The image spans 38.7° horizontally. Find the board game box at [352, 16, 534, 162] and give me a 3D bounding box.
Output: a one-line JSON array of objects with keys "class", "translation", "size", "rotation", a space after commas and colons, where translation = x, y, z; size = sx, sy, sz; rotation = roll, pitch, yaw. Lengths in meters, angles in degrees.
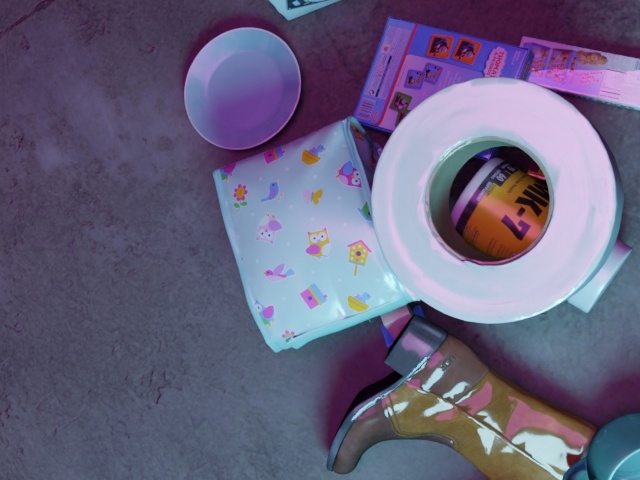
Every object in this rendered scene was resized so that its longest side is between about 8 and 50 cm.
[{"class": "board game box", "translation": [0.166, -0.209, 1.258], "size": [0.211, 0.039, 0.160], "rotation": [20, 89, 26]}]

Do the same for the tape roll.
[{"class": "tape roll", "translation": [0.206, -0.045, 1.077], "size": [0.286, 0.100, 0.286], "rotation": [1, 92, 22]}]

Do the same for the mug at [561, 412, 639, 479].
[{"class": "mug", "translation": [0.376, 0.269, 1.094], "size": [0.158, 0.097, 0.129], "rotation": [21, 106, -10]}]

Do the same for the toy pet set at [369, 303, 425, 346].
[{"class": "toy pet set", "translation": [0.112, 0.086, 1.251], "size": [0.122, 0.065, 0.114], "rotation": [-28, 41, 10]}]

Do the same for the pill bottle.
[{"class": "pill bottle", "translation": [0.280, -0.006, 1.166], "size": [0.208, 0.119, 0.119], "rotation": [34, 94, 18]}]

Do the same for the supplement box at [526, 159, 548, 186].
[{"class": "supplement box", "translation": [0.314, -0.113, 1.208], "size": [0.055, 0.043, 0.083], "rotation": [19, 89, 19]}]

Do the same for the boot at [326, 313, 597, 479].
[{"class": "boot", "translation": [0.174, 0.269, 1.196], "size": [0.280, 0.096, 0.264], "rotation": [34, 102, 4]}]

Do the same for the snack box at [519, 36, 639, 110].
[{"class": "snack box", "translation": [0.350, -0.225, 1.222], "size": [0.178, 0.022, 0.064], "rotation": [16, 90, 18]}]

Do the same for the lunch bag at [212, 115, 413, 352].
[{"class": "lunch bag", "translation": [0.000, 0.000, 1.232], "size": [0.223, 0.160, 0.262], "rotation": [-21, 71, 16]}]

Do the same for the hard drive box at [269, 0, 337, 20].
[{"class": "hard drive box", "translation": [0.019, -0.415, 1.266], "size": [0.232, 0.181, 0.089], "rotation": [-19, 78, 15]}]

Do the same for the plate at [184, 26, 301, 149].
[{"class": "plate", "translation": [-0.115, -0.226, 1.367], "size": [0.188, 0.024, 0.188], "rotation": [-2, 83, 16]}]
